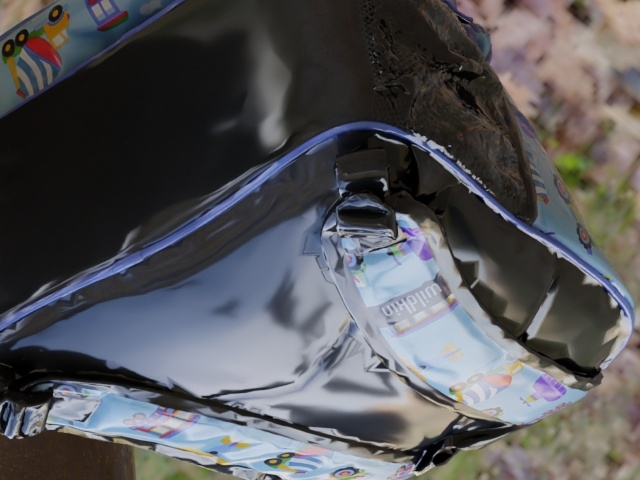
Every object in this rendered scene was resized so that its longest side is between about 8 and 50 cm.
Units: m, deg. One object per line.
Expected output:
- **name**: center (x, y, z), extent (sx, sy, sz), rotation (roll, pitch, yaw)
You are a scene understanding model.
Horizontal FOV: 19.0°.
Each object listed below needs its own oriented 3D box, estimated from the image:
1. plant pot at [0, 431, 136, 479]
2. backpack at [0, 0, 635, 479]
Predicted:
- **plant pot**: center (-0.175, 0.197, 0.940), extent (0.215, 0.230, 0.215), rotation (14, 171, 2)
- **backpack**: center (0.000, 0.000, 0.548), extent (0.158, 0.117, 0.173), rotation (-30, 143, 26)
